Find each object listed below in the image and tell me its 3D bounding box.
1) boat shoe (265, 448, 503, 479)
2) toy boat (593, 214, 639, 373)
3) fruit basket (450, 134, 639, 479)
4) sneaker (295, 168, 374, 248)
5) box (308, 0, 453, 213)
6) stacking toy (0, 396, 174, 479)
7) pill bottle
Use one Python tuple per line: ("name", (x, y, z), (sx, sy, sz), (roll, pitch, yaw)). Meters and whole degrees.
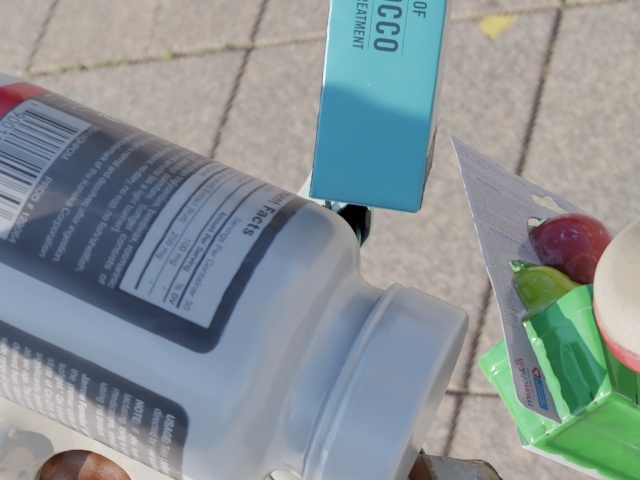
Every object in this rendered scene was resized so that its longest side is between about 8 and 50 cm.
("boat shoe", (0.071, 0.183, 0.823), (0.116, 0.123, 0.324), (-40, 55, -5))
("toy boat", (0.345, 0.041, 1.164), (0.231, 0.151, 0.151), (-37, 37, -19))
("fruit basket", (0.271, 0.081, 1.406), (0.165, 0.327, 0.353), (-45, 38, 26))
("sneaker", (0.000, 0.000, 1.881), (0.151, 0.094, 0.256), (-100, 26, -48))
("box", (0.041, -0.146, 0.700), (0.060, 0.100, 0.244), (8, 108, 6))
("stacking toy", (-0.231, 0.206, 1.631), (0.350, 0.350, 0.480), (-36, 12, 16))
("pill bottle", (-0.085, 0.038, 0.774), (0.318, 0.176, 0.176), (23, 78, 11))
